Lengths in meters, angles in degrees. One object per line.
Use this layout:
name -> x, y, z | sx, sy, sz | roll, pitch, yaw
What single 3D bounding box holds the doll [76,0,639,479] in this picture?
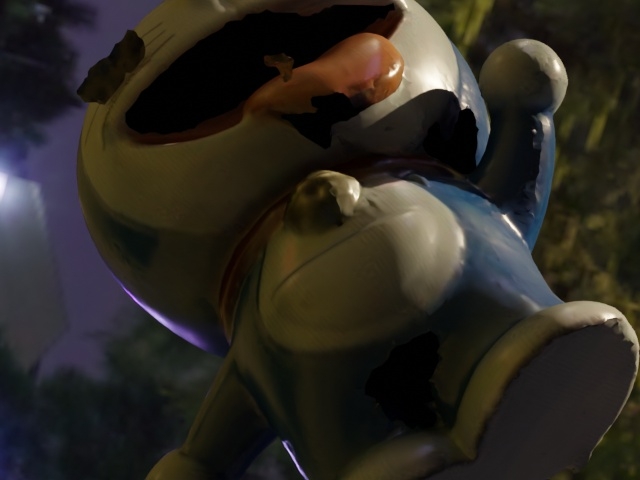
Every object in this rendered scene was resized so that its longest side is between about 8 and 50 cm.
doll -> 0.000, 0.000, 0.581 | 0.215, 0.161, 0.257 | -36, -135, -1
